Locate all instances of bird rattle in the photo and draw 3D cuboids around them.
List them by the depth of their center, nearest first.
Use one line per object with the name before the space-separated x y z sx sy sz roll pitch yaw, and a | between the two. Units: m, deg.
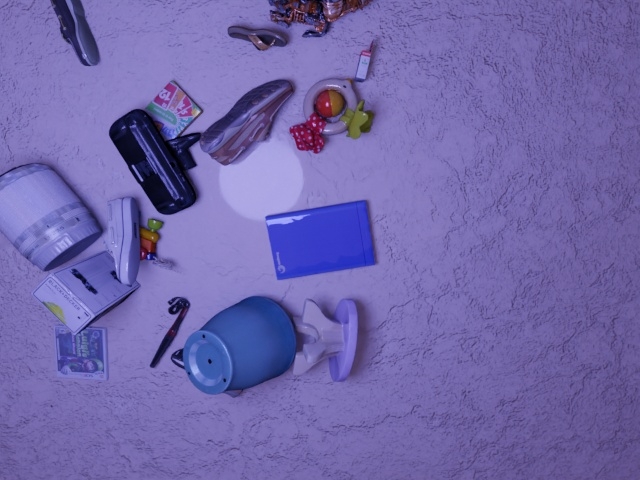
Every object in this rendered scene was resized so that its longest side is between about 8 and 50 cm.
bird rattle | 0.027 -0.372 1.283 0.254 0.143 0.206 -9 89 16

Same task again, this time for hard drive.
hard drive | 0.000 0.000 1.372 0.319 0.040 0.210 -9 101 2

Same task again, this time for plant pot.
plant pot | -0.254 0.322 1.281 0.272 0.255 0.271 3 96 29

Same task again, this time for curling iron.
curling iron | -0.512 0.306 1.442 0.068 0.035 0.273 24 100 0

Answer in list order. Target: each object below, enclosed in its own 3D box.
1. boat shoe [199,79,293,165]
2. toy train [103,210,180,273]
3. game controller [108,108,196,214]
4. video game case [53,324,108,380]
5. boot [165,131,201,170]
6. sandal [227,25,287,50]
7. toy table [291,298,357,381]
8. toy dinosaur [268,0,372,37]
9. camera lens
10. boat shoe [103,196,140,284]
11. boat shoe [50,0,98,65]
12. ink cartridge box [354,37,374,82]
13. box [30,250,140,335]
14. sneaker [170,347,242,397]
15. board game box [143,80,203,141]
boat shoe | -0.207 -0.351 1.282 0.324 0.123 0.116 -39 132 -1
toy train | -0.533 -0.004 1.356 0.248 0.105 0.143 20 87 -3
game controller | -0.506 -0.227 1.296 0.167 0.067 0.319 -14 111 36
video game case | -0.816 0.383 1.467 0.173 0.022 0.190 4 101 0
boot | -0.408 -0.269 1.314 0.121 0.045 0.099 -16 117 0
sandal | -0.185 -0.579 1.246 0.180 0.072 0.049 11 90 5
toy table | 0.008 0.311 1.343 0.161 0.252 0.274 6 94 -16
toy dinosaur | 0.015 -0.695 1.208 0.322 0.164 0.218 -15 116 -15
camera lens | -0.828 -0.074 1.279 0.219 0.219 0.274 -37 98 7
boat shoe | -0.586 0.000 1.255 0.088 0.096 0.267 -6 79 -5
boat shoe | -0.715 -0.611 1.247 0.069 0.081 0.227 -16 93 7
ink cartridge box | 0.127 -0.527 1.256 0.029 0.063 0.115 11 101 -4
box | -0.684 0.144 1.283 0.087 0.290 0.169 -42 98 8
sneaker | -0.377 0.447 1.437 0.272 0.100 0.108 26 105 -4
board game box | -0.494 -0.350 1.316 0.259 0.039 0.124 -42 98 11
